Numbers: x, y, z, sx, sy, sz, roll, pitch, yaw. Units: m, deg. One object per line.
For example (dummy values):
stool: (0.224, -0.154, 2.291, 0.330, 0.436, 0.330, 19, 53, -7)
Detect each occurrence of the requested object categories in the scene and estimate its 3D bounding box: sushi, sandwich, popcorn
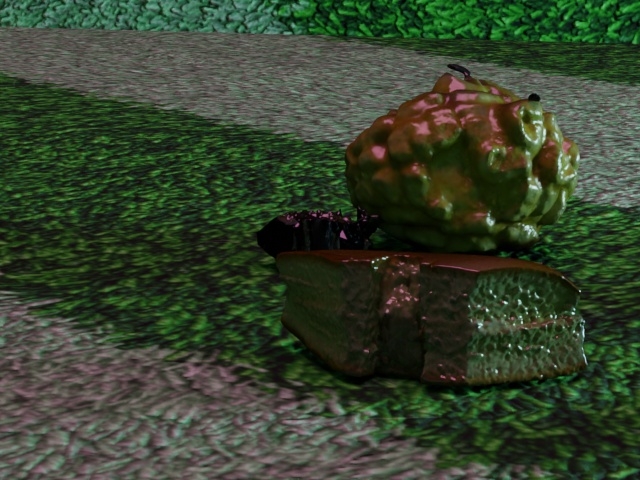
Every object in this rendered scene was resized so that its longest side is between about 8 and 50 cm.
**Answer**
sushi: (0.000, 0.000, 1.765, 0.085, 0.056, 0.083, -11, 10, -39)
sandwich: (0.070, 0.054, 1.443, 0.244, 0.090, 0.088, 5, 11, 18)
popcorn: (0.128, -0.073, 1.831, 0.218, 0.169, 0.189, 5, 13, -9)
